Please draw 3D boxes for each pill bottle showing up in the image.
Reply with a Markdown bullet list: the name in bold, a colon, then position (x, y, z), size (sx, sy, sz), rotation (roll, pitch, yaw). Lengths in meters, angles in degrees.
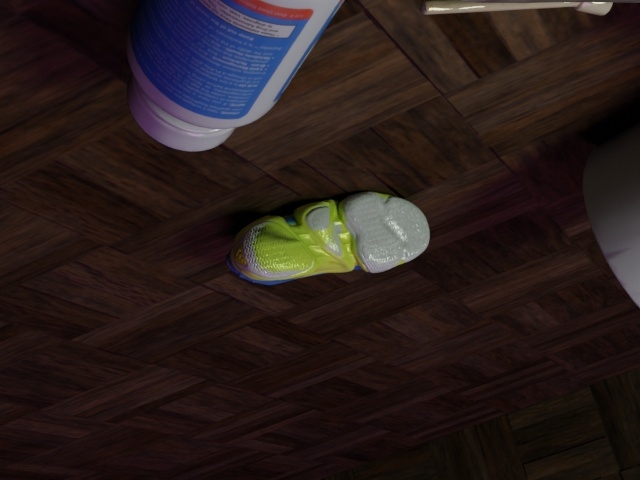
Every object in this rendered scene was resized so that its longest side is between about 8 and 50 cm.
- **pill bottle**: position (-0.066, -0.155, 0.814), size (0.124, 0.124, 0.221), rotation (-4, 155, -28)

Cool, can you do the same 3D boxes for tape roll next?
- **tape roll**: position (0.433, -0.034, 1.288), size (0.246, 0.246, 0.169), rotation (8, 149, -45)

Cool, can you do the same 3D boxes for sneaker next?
- **sneaker**: position (0.000, 0.000, 1.322), size (0.240, 0.091, 0.126), rotation (-4, 174, -27)

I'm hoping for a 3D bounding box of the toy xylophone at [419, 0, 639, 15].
- **toy xylophone**: position (0.203, -0.217, 0.851), size (0.323, 0.081, 0.236), rotation (-6, -175, -33)
